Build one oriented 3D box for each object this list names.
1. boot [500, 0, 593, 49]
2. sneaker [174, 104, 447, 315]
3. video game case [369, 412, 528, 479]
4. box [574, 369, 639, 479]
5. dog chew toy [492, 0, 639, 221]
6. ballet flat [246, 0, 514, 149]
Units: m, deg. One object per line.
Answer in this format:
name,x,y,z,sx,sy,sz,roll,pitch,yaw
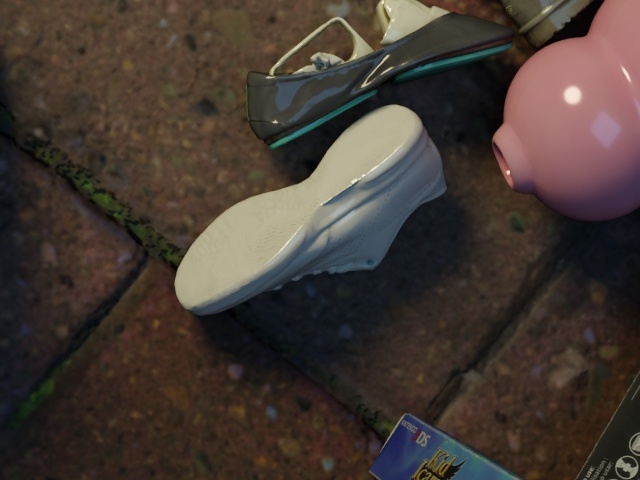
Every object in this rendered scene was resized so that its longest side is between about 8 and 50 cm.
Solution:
boot,0.147,-0.267,0.920,0.189,0.076,0.208,-41,91,-13
sneaker,0.000,0.000,0.909,0.212,0.080,0.094,-34,132,3
video game case,0.177,0.219,0.851,0.244,0.269,0.061,34,85,-11
box,0.320,0.128,0.909,0.247,0.163,0.142,-59,141,-3
dog chew toy,0.279,-0.117,0.890,0.331,0.206,0.207,-22,98,0
ballet flat,0.038,-0.132,0.905,0.203,0.074,0.074,-23,98,-6
